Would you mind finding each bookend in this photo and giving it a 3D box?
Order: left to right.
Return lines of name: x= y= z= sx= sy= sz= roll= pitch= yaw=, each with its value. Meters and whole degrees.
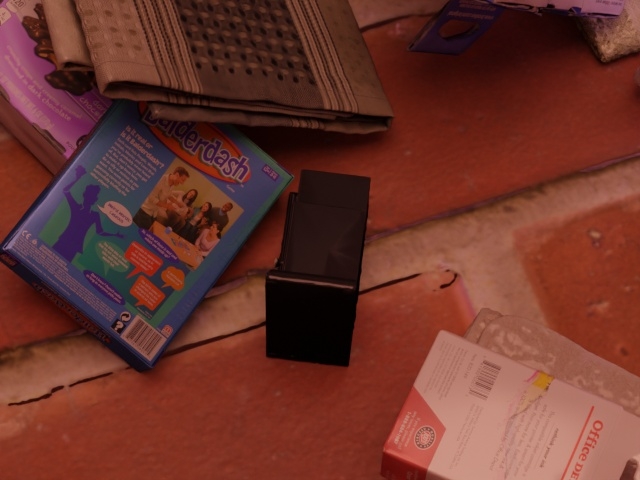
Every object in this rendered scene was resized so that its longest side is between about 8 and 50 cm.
bookend: x=0.000 y=0.000 z=1.622 sx=0.072 sy=0.157 sz=0.156 roll=7 pitch=65 yaw=2

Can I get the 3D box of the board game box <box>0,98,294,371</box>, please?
board game box: x=-0.145 y=-0.021 z=1.651 sx=0.160 sy=0.047 sz=0.210 roll=41 pitch=71 yaw=-11

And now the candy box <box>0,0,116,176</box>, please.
candy box: x=-0.200 y=-0.168 z=1.728 sx=0.165 sy=0.070 sz=0.196 roll=44 pitch=71 yaw=3

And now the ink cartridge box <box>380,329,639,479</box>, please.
ink cartridge box: x=0.159 y=0.165 z=1.542 sx=0.198 sy=0.067 sz=0.115 roll=23 pitch=67 yaw=10

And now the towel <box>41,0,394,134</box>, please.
towel: x=-0.110 y=-0.225 z=1.703 sx=0.312 sy=0.056 sz=0.324 roll=5 pitch=51 yaw=-39

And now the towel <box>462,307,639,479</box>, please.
towel: x=0.209 y=0.188 z=1.597 sx=0.282 sy=0.049 sz=0.187 roll=29 pitch=68 yaw=11

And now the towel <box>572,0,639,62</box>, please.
towel: x=0.272 y=-0.236 z=1.814 sx=0.110 sy=0.027 sz=0.148 roll=-18 pitch=66 yaw=-9

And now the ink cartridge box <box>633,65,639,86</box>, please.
ink cartridge box: x=0.403 y=-0.178 z=1.663 sx=0.171 sy=0.233 sz=0.168 roll=42 pitch=72 yaw=7

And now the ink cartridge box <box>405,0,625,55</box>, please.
ink cartridge box: x=0.180 y=-0.336 z=1.661 sx=0.151 sy=0.270 sz=0.396 roll=21 pitch=103 yaw=29
